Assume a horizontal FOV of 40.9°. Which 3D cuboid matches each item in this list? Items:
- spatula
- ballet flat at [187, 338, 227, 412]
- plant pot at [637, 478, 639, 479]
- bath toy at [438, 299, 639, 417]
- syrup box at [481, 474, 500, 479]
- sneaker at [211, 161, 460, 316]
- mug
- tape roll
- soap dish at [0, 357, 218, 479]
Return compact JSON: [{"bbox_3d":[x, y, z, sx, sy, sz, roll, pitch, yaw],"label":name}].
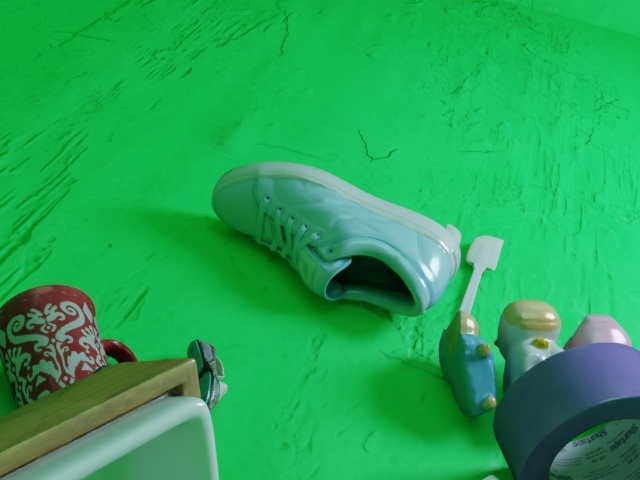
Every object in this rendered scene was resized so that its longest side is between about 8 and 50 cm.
[{"bbox_3d":[0.167,0.041,1.262,0.168,0.019,0.242,20,39,10],"label":"spatula"},{"bbox_3d":[-0.125,0.158,0.979,0.041,0.041,0.114,1,37,-17],"label":"ballet flat"},{"bbox_3d":[0.365,0.315,0.768,0.290,0.195,0.290,8,34,-6],"label":"plant pot"},{"bbox_3d":[0.329,0.155,1.061,0.348,0.129,0.151,5,79,-7],"label":"bath toy"},{"bbox_3d":[0.101,0.316,0.770,0.237,0.093,0.096,-19,44,-37],"label":"syrup box"},{"bbox_3d":[0.000,0.000,1.160,0.366,0.135,0.150,16,38,16],"label":"sneaker"},{"bbox_3d":[-0.254,0.140,0.901,0.150,0.113,0.169,-9,43,-26],"label":"mug"},{"bbox_3d":[0.286,0.203,0.908,0.189,0.189,0.080,2,35,-16],"label":"tape roll"},{"bbox_3d":[-0.211,0.233,0.632,0.118,0.229,0.291,20,31,41],"label":"soap dish"}]
